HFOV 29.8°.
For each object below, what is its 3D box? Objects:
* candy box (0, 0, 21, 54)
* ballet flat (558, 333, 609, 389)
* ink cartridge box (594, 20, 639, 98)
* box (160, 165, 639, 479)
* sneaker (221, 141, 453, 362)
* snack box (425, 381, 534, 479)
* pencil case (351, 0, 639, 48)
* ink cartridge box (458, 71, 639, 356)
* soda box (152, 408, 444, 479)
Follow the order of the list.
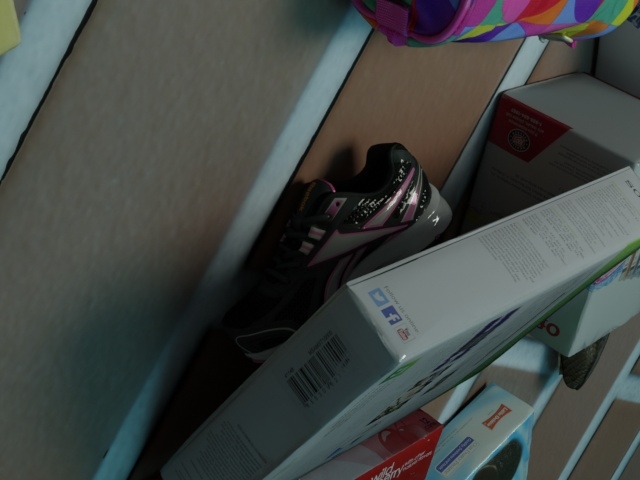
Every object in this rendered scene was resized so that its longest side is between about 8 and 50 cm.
[{"bbox_3d":[-0.246,-0.078,0.321,0.316,0.087,0.183,-36,143,-32],"label":"candy box"},{"bbox_3d":[0.274,0.059,1.220,0.250,0.058,0.084,94,19,-47],"label":"ballet flat"},{"bbox_3d":[0.359,-0.193,1.046,0.273,0.114,0.197,-40,146,-28],"label":"ink cartridge box"},{"bbox_3d":[0.071,0.066,0.804,0.322,0.058,0.232,-18,159,-46],"label":"box"},{"bbox_3d":[0.000,0.000,0.778,0.178,0.072,0.077,-42,122,-22],"label":"sneaker"},{"bbox_3d":[0.131,0.311,1.226,0.187,0.060,0.322,-38,144,-28],"label":"snack box"},{"bbox_3d":[0.118,-0.166,0.749,0.236,0.104,0.104,-10,125,-49],"label":"pencil case"},{"bbox_3d":[0.203,-0.023,0.965,0.127,0.128,0.176,-20,133,-46],"label":"ink cartridge box"},{"bbox_3d":[-0.026,0.189,0.874,0.263,0.083,0.092,-20,134,-46],"label":"soda box"}]
